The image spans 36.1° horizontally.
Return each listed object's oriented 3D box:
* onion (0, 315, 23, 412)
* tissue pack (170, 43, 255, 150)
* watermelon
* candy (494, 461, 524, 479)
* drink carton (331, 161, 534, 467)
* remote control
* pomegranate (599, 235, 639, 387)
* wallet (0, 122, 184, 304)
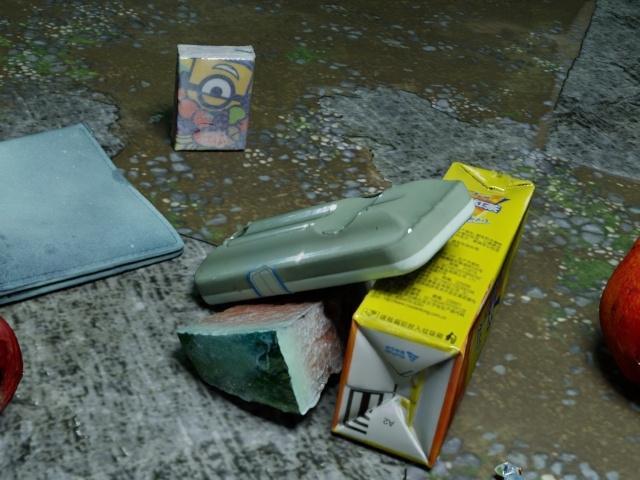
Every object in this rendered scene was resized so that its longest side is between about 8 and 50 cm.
[{"bbox_3d":[-0.329,0.113,0.868,0.131,0.131,0.131,7,32,-4],"label":"onion"},{"bbox_3d":[-0.152,-0.201,1.383,0.108,0.148,0.060,-1,35,-15],"label":"tissue pack"},{"bbox_3d":[-0.024,0.089,1.031,0.154,0.095,0.241,3,19,38],"label":"watermelon"},{"bbox_3d":[0.176,0.236,0.899,0.030,0.020,0.083,10,34,1],"label":"candy"},{"bbox_3d":[0.130,0.060,1.037,0.111,0.155,0.351,19,33,15],"label":"drink carton"},{"bbox_3d":[0.000,0.000,1.011,0.335,0.066,0.128,-12,20,47],"label":"remote control"},{"bbox_3d":[0.408,0.072,1.053,0.210,0.210,0.235,21,20,18],"label":"pomegranate"},{"bbox_3d":[-0.337,-0.043,1.177,0.251,0.054,0.290,-19,43,-35],"label":"wallet"}]
